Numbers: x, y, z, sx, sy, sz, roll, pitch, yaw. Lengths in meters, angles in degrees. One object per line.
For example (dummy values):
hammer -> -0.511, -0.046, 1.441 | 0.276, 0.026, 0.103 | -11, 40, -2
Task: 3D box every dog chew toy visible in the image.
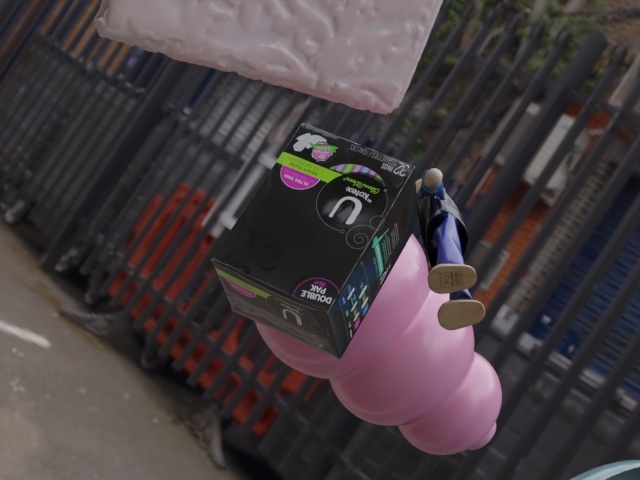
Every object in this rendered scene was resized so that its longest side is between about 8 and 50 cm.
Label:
dog chew toy -> 0.078, 0.112, 1.112 | 0.332, 0.206, 0.206 | 46, -3, -10

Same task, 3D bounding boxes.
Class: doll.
doll -> 0.109, -0.006, 0.885 | 0.189, 0.046, 0.129 | -93, 168, -60

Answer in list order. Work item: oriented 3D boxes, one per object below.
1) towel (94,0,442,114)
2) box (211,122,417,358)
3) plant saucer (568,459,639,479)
towel -> -0.019, -0.305, 0.955 | 0.331, 0.317, 0.053 | 12, 22, -23
box -> 0.000, 0.000, 0.453 | 0.062, 0.083, 0.052 | 23, -24, 20
plant saucer -> 0.295, 0.370, 1.130 | 0.317, 0.317, 0.044 | 34, 9, -42
